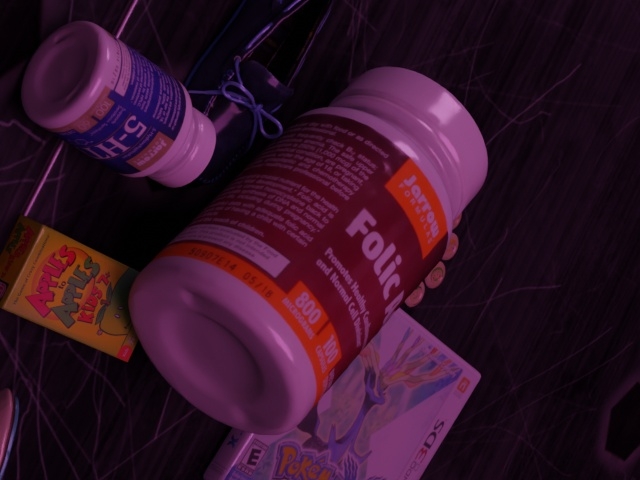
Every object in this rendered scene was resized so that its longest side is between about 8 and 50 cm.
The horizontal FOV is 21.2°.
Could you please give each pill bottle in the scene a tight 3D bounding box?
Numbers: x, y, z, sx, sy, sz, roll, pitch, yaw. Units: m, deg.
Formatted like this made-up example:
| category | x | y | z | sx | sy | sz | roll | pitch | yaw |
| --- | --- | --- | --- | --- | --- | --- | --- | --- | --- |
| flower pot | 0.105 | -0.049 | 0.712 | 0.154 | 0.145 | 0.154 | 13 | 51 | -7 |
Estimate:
| category | x | y | z | sx | sy | sz | roll | pitch | yaw |
| --- | --- | --- | --- | --- | --- | --- | --- | --- | --- |
| pill bottle | -0.192 | -0.126 | 1.678 | 0.186 | 0.112 | 0.112 | 32 | 83 | -46 |
| pill bottle | 0.000 | 0.000 | 1.809 | 0.392 | 0.224 | 0.224 | -47 | 134 | -34 |

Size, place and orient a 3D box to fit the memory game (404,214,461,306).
| category | x | y | z | sx | sy | sz | roll | pitch | yaw |
| --- | --- | --- | --- | --- | --- | --- | --- | --- | --- |
| memory game | 0.110 | 0.000 | 2.102 | 0.186 | 0.012 | 0.186 | -19 | 119 | -39 |

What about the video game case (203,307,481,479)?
| category | x | y | z | sx | sy | sz | roll | pitch | yaw |
| --- | --- | --- | --- | --- | --- | --- | --- | --- | --- |
| video game case | 0.037 | 0.225 | 2.094 | 0.329 | 0.036 | 0.300 | 39 | 80 | -46 |

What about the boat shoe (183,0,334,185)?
| category | x | y | z | sx | sy | sz | roll | pitch | yaw |
| --- | --- | --- | --- | --- | --- | --- | --- | --- | --- |
| boat shoe | -0.074 | -0.175 | 1.792 | 0.109 | 0.089 | 0.258 | 26 | 87 | -47 |

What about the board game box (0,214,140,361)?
| category | x | y | z | sx | sy | sz | roll | pitch | yaw |
| --- | --- | --- | --- | --- | --- | --- | --- | --- | --- |
| board game box | -0.250 | 0.051 | 1.742 | 0.181 | 0.043 | 0.092 | 30 | 85 | -47 |

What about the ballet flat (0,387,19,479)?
| category | x | y | z | sx | sy | sz | roll | pitch | yaw |
| --- | --- | --- | --- | --- | --- | --- | --- | --- | --- |
| ballet flat | -0.366 | 0.261 | 1.693 | 0.086 | 0.086 | 0.248 | 7 | 101 | -46 |
